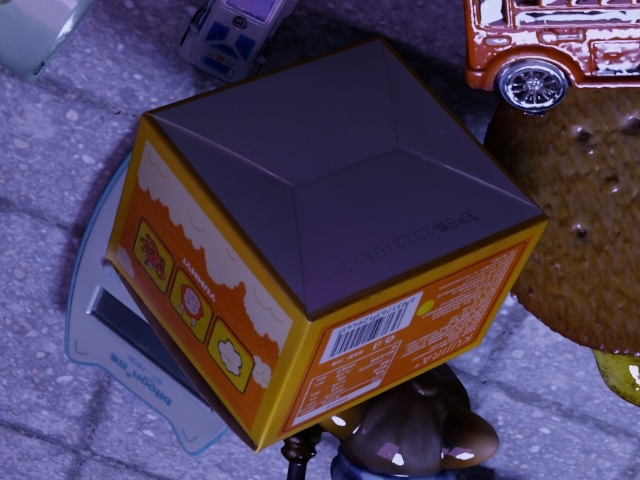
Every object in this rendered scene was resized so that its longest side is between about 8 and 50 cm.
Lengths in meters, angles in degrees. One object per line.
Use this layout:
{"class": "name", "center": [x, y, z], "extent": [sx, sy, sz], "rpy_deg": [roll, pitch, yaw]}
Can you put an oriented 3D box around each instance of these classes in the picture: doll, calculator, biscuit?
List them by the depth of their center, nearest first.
{"class": "biscuit", "center": [0.279, -0.043, 1.612], "extent": [0.305, 0.038, 0.305], "rpy_deg": [3, 96, 29]}
{"class": "calculator", "center": [-0.143, 0.053, 1.906], "extent": [0.256, 0.054, 0.386], "rpy_deg": [37, 136, 11]}
{"class": "doll", "center": [0.065, 0.271, 1.952], "extent": [0.317, 0.209, 0.340], "rpy_deg": [9, 112, 7]}

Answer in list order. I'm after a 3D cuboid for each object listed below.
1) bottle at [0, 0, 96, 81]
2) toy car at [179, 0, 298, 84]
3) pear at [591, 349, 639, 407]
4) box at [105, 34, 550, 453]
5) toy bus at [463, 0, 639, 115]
{"class": "bottle", "center": [-0.328, -0.321, 1.531], "extent": [0.351, 0.229, 0.229], "rpy_deg": [36, 134, -14]}
{"class": "toy car", "center": [-0.071, -0.210, 1.654], "extent": [0.080, 0.070, 0.171], "rpy_deg": [26, 137, -8]}
{"class": "pear", "center": [0.359, 0.072, 1.722], "extent": [0.197, 0.197, 0.197], "rpy_deg": [9, 136, 9]}
{"class": "box", "center": [0.000, 0.000, 1.623], "extent": [0.259, 0.283, 0.214], "rpy_deg": [49, 141, 26]}
{"class": "toy bus", "center": [0.283, -0.205, 1.470], "extent": [0.329, 0.143, 0.153], "rpy_deg": [1, 139, 12]}
